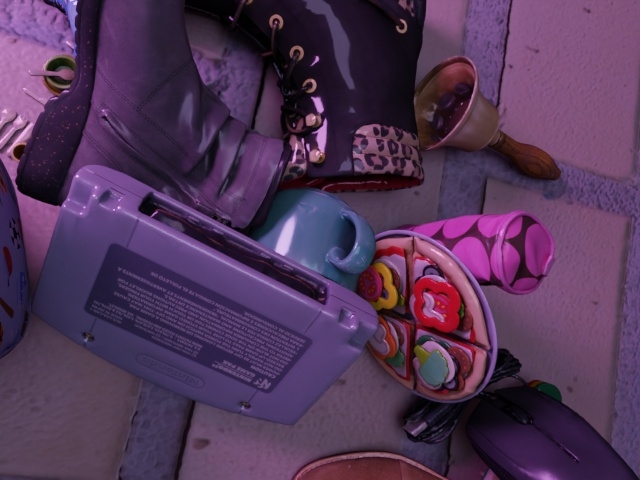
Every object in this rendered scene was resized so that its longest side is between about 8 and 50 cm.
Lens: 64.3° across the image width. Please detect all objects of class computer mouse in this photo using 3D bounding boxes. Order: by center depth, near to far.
[{"bbox_3d":[0.238,0.233,0.563,0.188,0.272,0.072,-28,135,-21],"label":"computer mouse"}]

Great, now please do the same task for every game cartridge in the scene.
[{"bbox_3d":[-0.119,0.074,0.501,0.297,0.198,0.062,28,37,-13],"label":"game cartridge"}]

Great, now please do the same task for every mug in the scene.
[{"bbox_3d":[-0.001,0.003,0.558,0.157,0.129,0.098,9,69,23],"label":"mug"}]

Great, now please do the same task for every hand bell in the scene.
[{"bbox_3d":[0.244,-0.136,0.690,0.241,0.126,0.126,19,79,-28],"label":"hand bell"}]

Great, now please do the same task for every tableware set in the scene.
[{"bbox_3d":[-0.274,-0.137,0.549,0.104,0.024,0.154,35,75,-12],"label":"tableware set"}]

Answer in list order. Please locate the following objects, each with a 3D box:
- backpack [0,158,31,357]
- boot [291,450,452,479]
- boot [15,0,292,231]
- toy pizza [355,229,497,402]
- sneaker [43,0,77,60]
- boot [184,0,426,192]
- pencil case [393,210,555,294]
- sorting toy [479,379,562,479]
[{"bbox_3d":[-0.349,0.009,0.388,0.213,0.263,0.277,-1,89,-23],"label":"backpack"},{"bbox_3d":[0.112,0.312,0.563,0.305,0.115,0.113,12,80,2],"label":"boot"},{"bbox_3d":[-0.119,-0.135,0.490,0.222,0.118,0.338,27,112,-11],"label":"boot"},{"bbox_3d":[0.098,0.087,0.557,0.032,0.201,0.202,-21,91,-38],"label":"toy pizza"},{"bbox_3d":[-0.257,-0.249,0.548,0.073,0.063,0.162,-10,71,-1],"label":"sneaker"},{"bbox_3d":[-0.039,-0.202,0.578,0.377,0.138,0.285,-1,85,-23],"label":"boot"},{"bbox_3d":[0.160,0.018,0.576,0.098,0.209,0.095,35,75,-20],"label":"pencil case"},{"bbox_3d":[0.260,0.327,0.664,0.132,0.046,0.275,35,78,-12],"label":"sorting toy"}]
